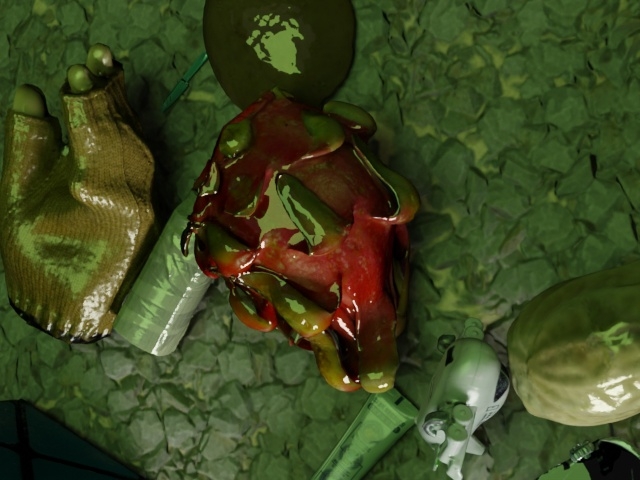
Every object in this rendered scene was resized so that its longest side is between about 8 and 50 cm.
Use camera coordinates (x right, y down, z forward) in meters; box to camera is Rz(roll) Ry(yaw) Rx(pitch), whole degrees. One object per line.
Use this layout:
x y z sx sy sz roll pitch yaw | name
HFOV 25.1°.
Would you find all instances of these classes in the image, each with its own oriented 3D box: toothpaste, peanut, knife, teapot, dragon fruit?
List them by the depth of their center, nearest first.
0.318 0.079 1.350 0.313 0.152 0.152 -21 79 23 | peanut
-0.017 -0.003 1.488 0.243 0.227 0.307 9 105 15 | dragon fruit
0.017 0.257 1.559 0.062 0.039 0.239 42 105 18 | toothpaste
-0.143 0.036 1.626 0.107 0.077 0.200 33 103 14 | teapot
-0.159 -0.184 1.678 0.091 0.005 0.014 -48 68 19 | knife

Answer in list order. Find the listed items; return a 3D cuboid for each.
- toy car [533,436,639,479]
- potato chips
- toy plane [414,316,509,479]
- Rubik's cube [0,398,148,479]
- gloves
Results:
0.244 0.271 1.431 0.205 0.056 0.095 -37 73 18 | toy car
-0.058 -0.231 1.597 0.195 0.062 0.208 -4 85 25 | potato chips
0.142 0.161 1.439 0.080 0.174 0.174 14 96 1 | toy plane
-0.378 0.347 1.642 0.259 0.260 0.255 28 100 23 | Rubik's cube
-0.274 -0.055 1.650 0.203 0.155 0.356 27 120 33 | gloves
